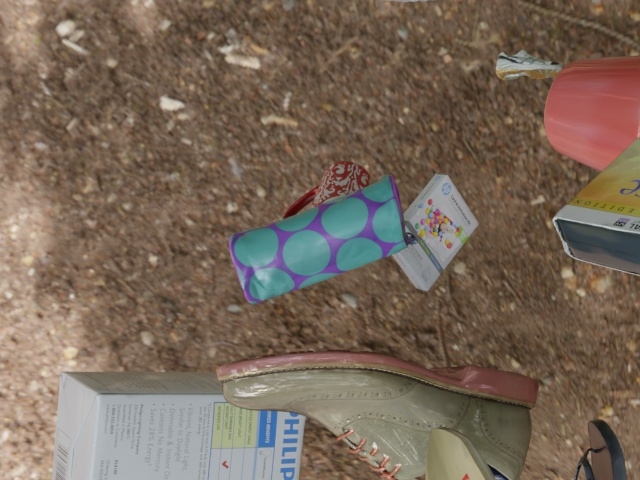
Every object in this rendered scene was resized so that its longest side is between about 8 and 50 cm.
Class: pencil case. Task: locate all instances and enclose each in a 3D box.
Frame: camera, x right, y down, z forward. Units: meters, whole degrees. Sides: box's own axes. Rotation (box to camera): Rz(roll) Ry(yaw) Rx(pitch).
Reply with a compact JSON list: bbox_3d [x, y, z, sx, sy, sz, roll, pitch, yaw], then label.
[{"bbox_3d":[0.000,0.000,0.805,0.152,0.070,0.064,-20,111,6],"label":"pencil case"}]

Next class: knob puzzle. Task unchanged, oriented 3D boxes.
[{"bbox_3d":[0.131,0.252,0.835,0.030,0.213,0.213,-2,70,-12],"label":"knob puzzle"}]

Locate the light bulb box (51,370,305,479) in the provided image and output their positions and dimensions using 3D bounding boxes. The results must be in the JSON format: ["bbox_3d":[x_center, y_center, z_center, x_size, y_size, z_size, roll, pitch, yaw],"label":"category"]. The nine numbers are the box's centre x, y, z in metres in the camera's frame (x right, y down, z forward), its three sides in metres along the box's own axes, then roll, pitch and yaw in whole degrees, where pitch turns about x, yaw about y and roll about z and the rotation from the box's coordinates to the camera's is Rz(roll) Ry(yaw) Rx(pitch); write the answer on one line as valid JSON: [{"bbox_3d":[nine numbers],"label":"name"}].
[{"bbox_3d":[-0.243,0.406,1.602,0.225,0.361,0.357,7,92,61],"label":"light bulb box"}]

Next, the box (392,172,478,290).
[{"bbox_3d":[0.219,-0.017,1.894,0.038,0.145,0.186,12,56,51],"label":"box"}]

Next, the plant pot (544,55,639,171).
[{"bbox_3d":[0.592,-0.244,1.873,0.243,0.275,0.275,21,80,45],"label":"plant pot"}]

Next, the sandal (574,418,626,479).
[{"bbox_3d":[0.399,0.386,1.380,0.055,0.097,0.254,1,79,-3],"label":"sandal"}]

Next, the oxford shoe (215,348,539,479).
[{"bbox_3d":[0.062,0.184,0.985,0.348,0.123,0.130,8,78,-11],"label":"oxford shoe"}]

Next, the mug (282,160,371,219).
[{"bbox_3d":[0.017,-0.064,1.775,0.150,0.113,0.169,19,49,-1],"label":"mug"}]

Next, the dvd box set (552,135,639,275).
[{"bbox_3d":[0.472,-0.104,0.927,0.420,0.062,0.308,-40,27,-18],"label":"dvd box set"}]

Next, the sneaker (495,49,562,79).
[{"bbox_3d":[0.268,-0.229,1.234,0.083,0.032,0.037,1,71,7],"label":"sneaker"}]
